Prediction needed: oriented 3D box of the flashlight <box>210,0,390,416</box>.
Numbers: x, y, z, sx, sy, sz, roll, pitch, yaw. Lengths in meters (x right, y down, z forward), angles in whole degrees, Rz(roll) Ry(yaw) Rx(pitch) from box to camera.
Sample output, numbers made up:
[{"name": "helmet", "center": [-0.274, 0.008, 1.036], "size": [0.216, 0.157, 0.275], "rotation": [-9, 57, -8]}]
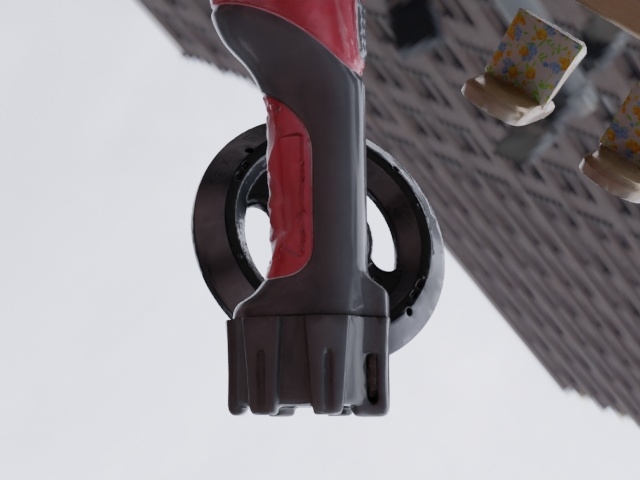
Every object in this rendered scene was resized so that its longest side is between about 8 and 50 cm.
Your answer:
[{"name": "flashlight", "center": [-0.021, -0.047, 1.102], "size": [0.103, 0.103, 0.304], "rotation": [-8, -101, 54]}]

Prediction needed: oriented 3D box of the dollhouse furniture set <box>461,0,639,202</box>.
[{"name": "dollhouse furniture set", "center": [0.215, -0.280, 1.631], "size": [0.394, 0.256, 0.362], "rotation": [33, -71, 13]}]

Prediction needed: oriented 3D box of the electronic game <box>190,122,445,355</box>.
[{"name": "electronic game", "center": [0.000, 0.000, 1.562], "size": [0.048, 0.229, 0.229], "rotation": [133, -26, -57]}]
